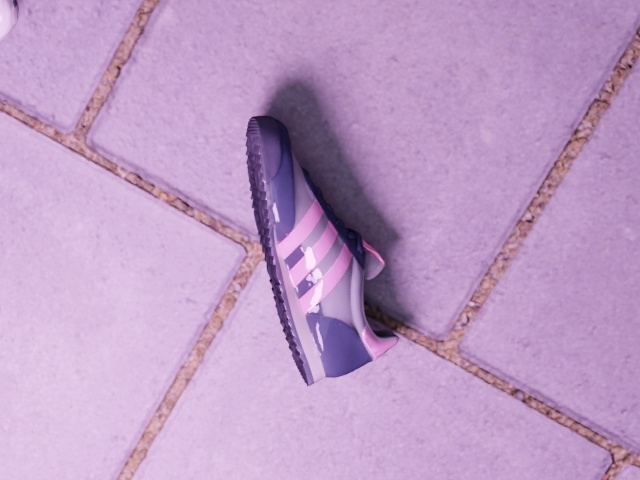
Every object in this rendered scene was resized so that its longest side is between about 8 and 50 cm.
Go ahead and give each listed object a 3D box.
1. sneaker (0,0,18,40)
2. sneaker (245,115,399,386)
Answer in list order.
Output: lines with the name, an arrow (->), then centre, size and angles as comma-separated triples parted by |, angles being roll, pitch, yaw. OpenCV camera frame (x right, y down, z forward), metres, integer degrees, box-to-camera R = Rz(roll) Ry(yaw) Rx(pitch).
sneaker -> -0.487, -0.250, 1.897 | 0.297, 0.129, 0.111 | -1, 102, 4
sneaker -> 0.000, 0.000, 1.941 | 0.131, 0.112, 0.319 | -15, 106, -8
